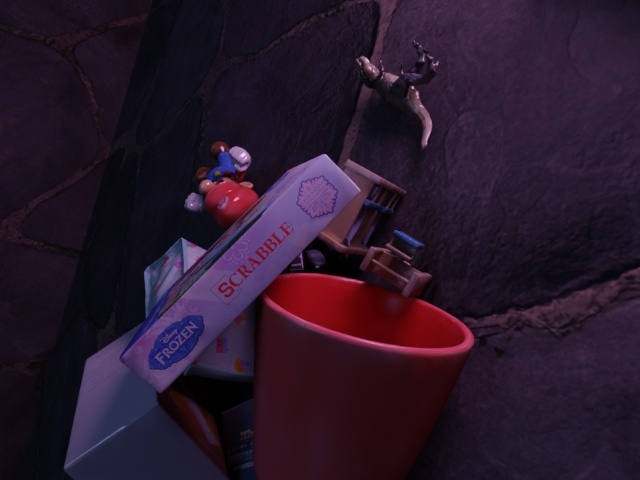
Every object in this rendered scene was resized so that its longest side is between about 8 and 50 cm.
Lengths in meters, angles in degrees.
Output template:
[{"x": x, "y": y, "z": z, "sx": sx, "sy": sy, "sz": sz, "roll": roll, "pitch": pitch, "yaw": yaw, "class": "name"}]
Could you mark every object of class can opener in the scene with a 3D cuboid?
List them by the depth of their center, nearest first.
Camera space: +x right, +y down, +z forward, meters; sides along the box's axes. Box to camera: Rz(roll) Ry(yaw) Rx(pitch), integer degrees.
[{"x": 0.000, "y": 0.000, "z": 0.860, "sx": 0.059, "sy": 0.073, "sz": 0.186, "roll": -60, "pitch": 30, "yaw": 26, "class": "can opener"}]

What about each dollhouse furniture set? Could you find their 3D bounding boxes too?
[{"x": 0.109, "y": -0.016, "z": 0.710, "sx": 0.184, "sy": 0.129, "sz": 0.129, "roll": 34, "pitch": 102, "yaw": 26, "class": "dollhouse furniture set"}]

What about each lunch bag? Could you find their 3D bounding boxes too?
[{"x": -0.226, "y": 0.162, "z": 0.921, "sx": 0.160, "sy": 0.224, "sz": 0.262, "roll": -37, "pitch": 49, "yaw": 22, "class": "lunch bag"}]

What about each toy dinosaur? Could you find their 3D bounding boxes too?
[{"x": 0.153, "y": -0.274, "z": 0.795, "sx": 0.118, "sy": 0.064, "sz": 0.268, "roll": -55, "pitch": 43, "yaw": 29, "class": "toy dinosaur"}]

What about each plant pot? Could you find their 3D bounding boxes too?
[{"x": 0.030, "y": 0.196, "z": 0.597, "sx": 0.275, "sy": 0.275, "sz": 0.242, "roll": 25, "pitch": 105, "yaw": 51, "class": "plant pot"}]

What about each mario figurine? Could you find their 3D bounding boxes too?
[{"x": -0.258, "y": -0.147, "z": 1.126, "sx": 0.320, "sy": 0.170, "sz": 0.197, "roll": -125, "pitch": 28, "yaw": -54, "class": "mario figurine"}]

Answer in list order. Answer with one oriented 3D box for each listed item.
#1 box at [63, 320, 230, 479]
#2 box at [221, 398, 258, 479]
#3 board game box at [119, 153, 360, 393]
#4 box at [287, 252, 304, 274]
[{"x": -0.330, "y": 0.335, "z": 0.883, "sx": 0.168, "sy": 0.214, "sz": 0.345, "roll": -34, "pitch": 25, "yaw": -10, "class": "box"}, {"x": -0.094, "y": 0.374, "z": 0.810, "sx": 0.233, "sy": 0.059, "sz": 0.183, "roll": -34, "pitch": 50, "yaw": 37, "class": "box"}, {"x": -0.114, "y": 0.021, "z": 0.651, "sx": 0.318, "sy": 0.066, "sz": 0.319, "roll": -45, "pitch": 12, "yaw": -5, "class": "board game box"}, {"x": -0.054, "y": 0.013, "z": 0.886, "sx": 0.116, "sy": 0.029, "sz": 0.161, "roll": 95, "pitch": 168, "yaw": -58, "class": "box"}]
